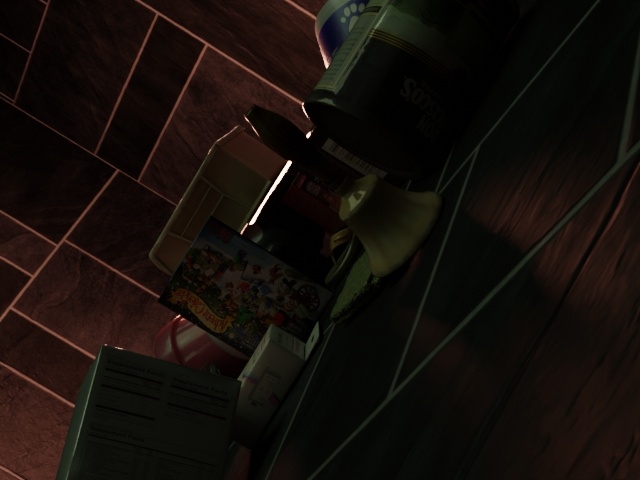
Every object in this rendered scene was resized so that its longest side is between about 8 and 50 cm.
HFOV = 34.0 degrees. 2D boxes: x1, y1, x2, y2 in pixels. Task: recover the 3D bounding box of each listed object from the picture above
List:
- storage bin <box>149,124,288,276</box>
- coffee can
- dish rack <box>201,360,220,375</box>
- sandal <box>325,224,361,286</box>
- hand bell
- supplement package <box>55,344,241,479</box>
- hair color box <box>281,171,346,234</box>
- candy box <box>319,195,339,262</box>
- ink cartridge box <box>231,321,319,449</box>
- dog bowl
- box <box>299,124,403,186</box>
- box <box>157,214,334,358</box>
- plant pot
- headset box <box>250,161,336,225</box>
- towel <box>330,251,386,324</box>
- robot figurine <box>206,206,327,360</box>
[{"bbox_3d":[-0.188,-0.060,1.956,0.260,0.123,0.262,-57,3,13],"label":"storage bin"},{"bbox_3d":[0.129,-0.254,1.492,0.275,0.201,0.201,-59,5,-8],"label":"coffee can"},{"bbox_3d":[-0.256,0.357,1.909,0.271,0.074,0.208,-55,33,31],"label":"dish rack"},{"bbox_3d":[0.046,-0.010,1.691,0.072,0.049,0.180,-79,15,-78],"label":"sandal"},{"bbox_3d":[0.013,-0.078,1.218,0.126,0.242,0.126,-46,17,18],"label":"hand bell"},{"bbox_3d":[-0.245,0.312,1.396,0.199,0.198,0.263,130,153,-58],"label":"supplement package"},{"bbox_3d":[0.006,-0.060,1.883,0.043,0.141,0.072,-55,6,26],"label":"hair color box"},{"bbox_3d":[0.000,0.000,2.092,0.109,0.053,0.187,-54,8,42],"label":"candy box"},{"bbox_3d":[-0.077,0.198,1.554,0.198,0.067,0.115,-58,5,5],"label":"ink cartridge box"},{"bbox_3d":[0.129,-0.364,1.844,0.265,0.264,0.104,130,128,-60],"label":"dog bowl"},{"bbox_3d":[0.088,-0.195,1.727,0.203,0.168,0.167,-61,5,-29],"label":"box"},{"bbox_3d":[-0.118,0.088,1.662,0.159,0.233,0.044,-58,5,1],"label":"box"},{"bbox_3d":[-0.193,0.206,2.045,0.180,0.201,0.201,-39,12,23],"label":"plant pot"},{"bbox_3d":[-0.042,-0.090,2.114,0.218,0.110,0.293,-57,5,-1],"label":"headset box"},{"bbox_3d":[0.062,0.045,1.353,0.110,0.027,0.148,-63,8,-34],"label":"towel"},{"bbox_3d":[-0.094,0.082,1.876,0.173,0.209,0.278,12,64,43],"label":"robot figurine"}]
